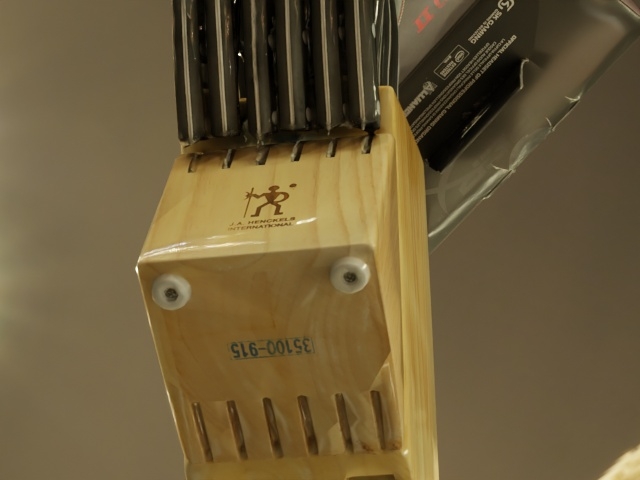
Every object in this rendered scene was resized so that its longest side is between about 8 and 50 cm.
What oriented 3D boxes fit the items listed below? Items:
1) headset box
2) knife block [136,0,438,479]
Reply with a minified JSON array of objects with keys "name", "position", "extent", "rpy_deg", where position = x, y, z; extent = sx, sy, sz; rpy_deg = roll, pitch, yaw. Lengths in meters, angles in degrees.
[{"name":"headset box","position":[0.072,-0.143,1.091],"extent":[0.218,0.110,0.293],"rpy_deg":[-47,-148,19]},{"name":"knife block","position":[0.000,0.000,0.694],"extent":[0.088,0.242,0.275],"rpy_deg":[-4,-60,11]}]
